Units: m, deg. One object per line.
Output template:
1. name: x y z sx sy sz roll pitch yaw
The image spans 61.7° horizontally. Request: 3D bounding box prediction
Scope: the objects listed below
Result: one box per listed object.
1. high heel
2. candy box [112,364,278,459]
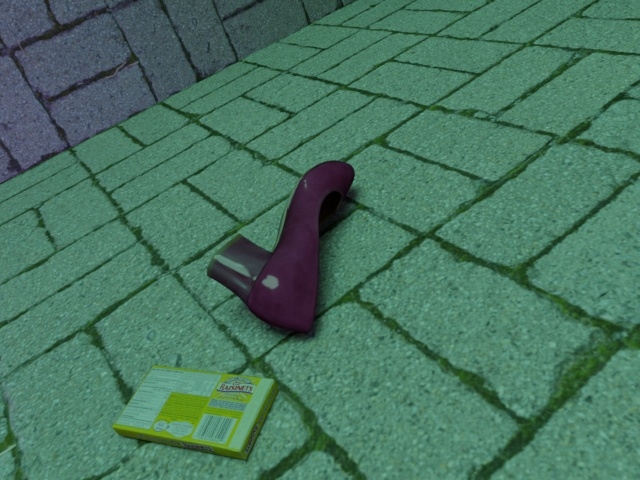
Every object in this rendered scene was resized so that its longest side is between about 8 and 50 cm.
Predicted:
1. high heel: 0.000 0.000 0.889 0.181 0.127 0.377 32 51 15
2. candy box: -0.166 0.221 0.708 0.206 0.027 0.105 -1 37 26
